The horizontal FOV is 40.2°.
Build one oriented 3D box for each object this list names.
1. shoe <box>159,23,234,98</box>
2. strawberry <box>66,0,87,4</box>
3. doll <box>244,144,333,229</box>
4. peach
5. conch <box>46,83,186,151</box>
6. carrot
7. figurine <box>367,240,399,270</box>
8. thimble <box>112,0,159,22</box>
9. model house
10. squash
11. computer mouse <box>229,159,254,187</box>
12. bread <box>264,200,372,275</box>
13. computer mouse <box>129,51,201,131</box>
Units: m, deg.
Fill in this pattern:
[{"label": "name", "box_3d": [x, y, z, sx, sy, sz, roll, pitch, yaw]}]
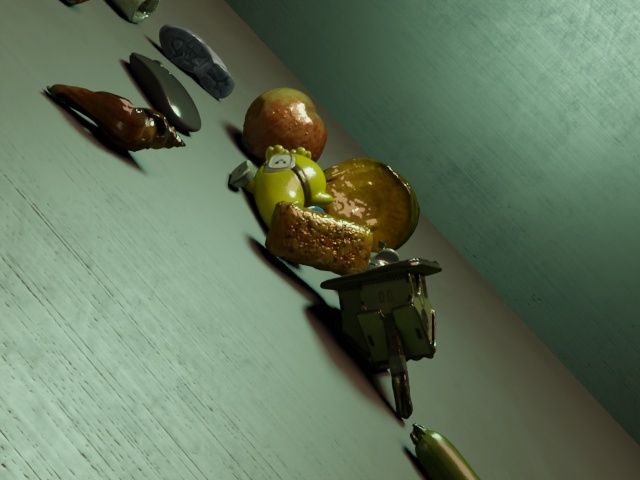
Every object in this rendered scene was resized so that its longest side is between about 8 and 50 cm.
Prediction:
[{"label": "shoe", "box_3d": [-0.329, -0.486, 2.298, 0.245, 0.095, 0.138, 42, 10, -34]}, {"label": "strawberry", "box_3d": [-0.524, -0.552, 1.881, 0.106, 0.106, 0.106, 43, 13, -13]}, {"label": "doll", "box_3d": [-0.071, -0.089, 1.856, 0.199, 0.145, 0.363, 4, 34, -6]}, {"label": "peach", "box_3d": [-0.103, -0.268, 2.176, 0.232, 0.232, 0.232, 43, 13, -13]}, {"label": "conch", "box_3d": [-0.330, -0.193, 1.437, 0.232, 0.086, 0.080, 15, 72, -43]}, {"label": "carrot", "box_3d": [0.110, -0.074, 2.096, 0.241, 0.241, 0.340, 48, 12, 8]}, {"label": "figurine", "box_3d": [0.122, 0.089, 1.893, 0.192, 0.147, 0.126, 53, -7, -34]}, {"label": "thimble", "box_3d": [-0.470, -0.612, 2.203, 0.090, 0.102, 0.115, 46, -16, 2]}, {"label": "model house", "box_3d": [0.139, 0.189, 1.636, 0.218, 0.204, 0.279, 9, 69, -67]}, {"label": "squash", "box_3d": [0.232, 0.404, 1.420, 0.258, 0.069, 0.069, 53, 14, 25]}, {"label": "computer mouse", "box_3d": [-0.161, -0.137, 1.836, 0.032, 0.056, 0.110, 51, 9, -18]}, {"label": "bread", "box_3d": [0.000, 0.000, 1.681, 0.210, 0.114, 0.083, 15, -3, -24]}, {"label": "computer mouse", "box_3d": [-0.328, -0.321, 1.863, 0.232, 0.057, 0.120, 54, 15, 29]}]
